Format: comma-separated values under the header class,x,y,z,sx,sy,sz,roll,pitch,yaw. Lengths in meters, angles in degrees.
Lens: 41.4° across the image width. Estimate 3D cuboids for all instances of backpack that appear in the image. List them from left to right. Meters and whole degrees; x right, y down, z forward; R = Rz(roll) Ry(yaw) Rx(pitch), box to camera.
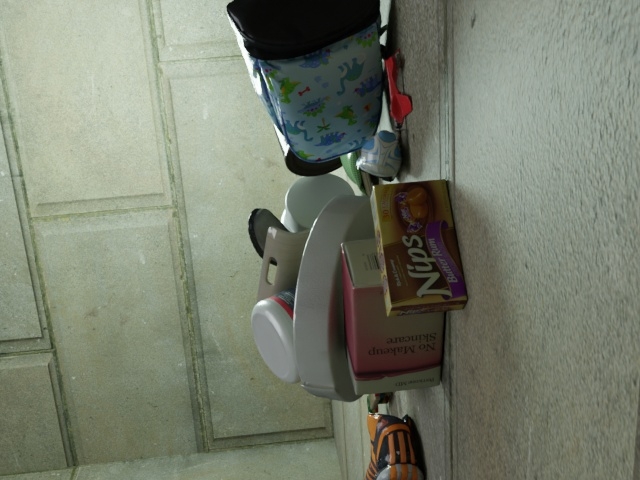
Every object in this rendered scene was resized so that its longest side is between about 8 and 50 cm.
class,x,y,z,sx,sy,sz,roll,pitch,yaw
backpack,-0.005,-0.323,1.640,0.355,0.290,0.273,98,149,-69

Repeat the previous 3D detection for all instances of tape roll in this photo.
class,x,y,z,sx,sy,sz,roll,pitch,yaw
tape roll,0.056,0.108,1.593,0.392,0.072,0.392,6,-90,-69

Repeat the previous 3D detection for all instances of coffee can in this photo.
class,x,y,z,sx,sy,sz,roll,pitch,yaw
coffee can,-0.034,-0.336,2.239,0.201,0.202,0.275,91,161,-59

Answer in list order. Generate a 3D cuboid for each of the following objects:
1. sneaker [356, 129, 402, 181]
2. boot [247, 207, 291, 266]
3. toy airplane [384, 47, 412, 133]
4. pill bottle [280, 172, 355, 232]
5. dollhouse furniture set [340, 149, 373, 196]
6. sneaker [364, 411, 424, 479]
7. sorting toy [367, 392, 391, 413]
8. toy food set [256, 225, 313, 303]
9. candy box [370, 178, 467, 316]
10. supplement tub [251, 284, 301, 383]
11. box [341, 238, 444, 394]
class,x,y,z,sx,sy,sz,roll,pitch,yaw
sneaker,0.117,-0.162,1.611,0.237,0.085,0.086,-105,36,-88
boot,-0.017,0.024,2.154,0.338,0.223,0.118,50,-135,-38
toy airplane,0.133,-0.263,1.499,0.151,0.028,0.151,174,90,-84
pill bottle,0.000,0.000,2.382,0.392,0.224,0.224,90,173,-57
dollhouse furniture set,0.016,-0.236,1.967,0.197,0.151,0.301,-103,-3,-67
sneaker,0.147,0.468,1.791,0.321,0.125,0.180,108,163,-52
sorting toy,0.141,0.331,2.060,0.274,0.046,0.132,93,171,-68
toy food set,-0.006,0.027,1.944,0.092,0.306,0.219,40,132,36
candy box,0.137,0.010,1.209,0.053,0.109,0.186,95,170,-68
supplement tub,0.006,0.175,1.843,0.191,0.272,0.191,41,143,41
box,0.116,0.121,1.378,0.127,0.149,0.232,-102,7,-54
